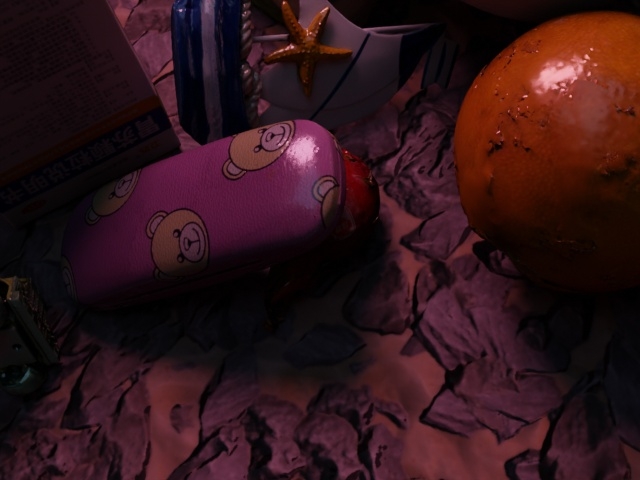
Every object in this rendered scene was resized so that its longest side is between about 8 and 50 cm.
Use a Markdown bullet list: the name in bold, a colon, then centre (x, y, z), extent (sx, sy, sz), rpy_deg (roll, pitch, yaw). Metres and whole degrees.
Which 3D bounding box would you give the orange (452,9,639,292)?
- **orange**: centre (0.228, -0.074, 0.806), extent (0.240, 0.240, 0.240), rpy_deg (-4, 62, 8)

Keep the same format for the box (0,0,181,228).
- **box**: centre (-0.277, -0.161, 0.902), extent (0.200, 0.299, 0.106), rpy_deg (-28, 62, -5)

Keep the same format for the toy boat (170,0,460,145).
- **toy boat**: centre (-0.001, -0.178, 0.957), extent (0.291, 0.221, 0.067), rpy_deg (-8, 25, -17)

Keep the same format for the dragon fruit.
- **dragon fruit**: centre (0.000, 0.000, 0.897), extent (0.094, 0.094, 0.191), rpy_deg (18, 76, 19)

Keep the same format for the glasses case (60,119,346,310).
- **glasses case**: centre (-0.117, -0.019, 0.882), extent (0.316, 0.076, 0.123), rpy_deg (-17, 63, 28)

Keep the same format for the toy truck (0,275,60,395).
- **toy truck**: centre (-0.384, 0.076, 0.904), extent (0.259, 0.128, 0.135), rpy_deg (-7, 48, 7)

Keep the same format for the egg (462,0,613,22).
- **egg**: centre (0.183, -0.359, 0.824), extent (0.354, 0.354, 0.340), rpy_deg (-20, 91, -1)

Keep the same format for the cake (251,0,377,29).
- **cake**: centre (-0.046, -0.360, 1.055), extent (0.283, 0.158, 0.172), rpy_deg (35, 72, 27)
